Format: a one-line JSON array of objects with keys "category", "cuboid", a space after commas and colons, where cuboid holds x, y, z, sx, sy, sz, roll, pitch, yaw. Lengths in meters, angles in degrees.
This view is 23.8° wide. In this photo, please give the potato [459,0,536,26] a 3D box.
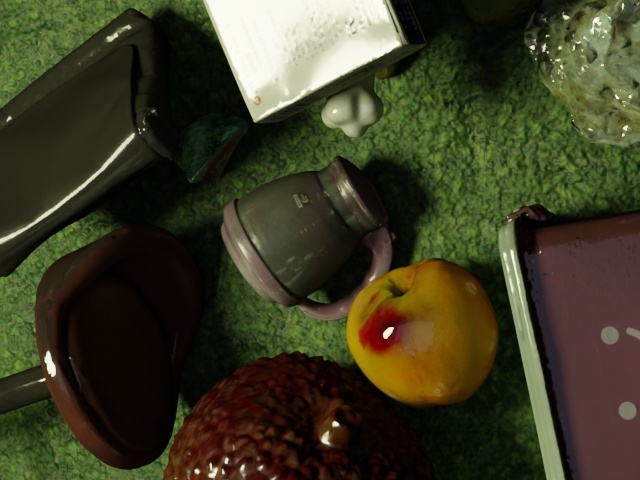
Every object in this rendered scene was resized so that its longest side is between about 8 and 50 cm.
[{"category": "potato", "cuboid": [0.166, -0.283, 1.360, 0.119, 0.054, 0.198, -40, 53, 46]}]

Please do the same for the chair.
[{"category": "chair", "cuboid": [-0.304, 0.146, 1.493, 0.401, 0.226, 0.227, -21, 87, 20]}]

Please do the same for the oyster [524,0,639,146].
[{"category": "oyster", "cuboid": [0.316, -0.178, 1.295, 0.267, 0.112, 0.198, -25, 88, 27]}]

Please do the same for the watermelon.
[{"category": "watermelon", "cuboid": [-0.104, -0.088, 1.501, 0.085, 0.085, 0.061, -2, 134, 20]}]

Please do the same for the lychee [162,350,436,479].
[{"category": "lychee", "cuboid": [-0.023, 0.233, 1.390, 0.260, 0.260, 0.261, 2, 95, 20]}]

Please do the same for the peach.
[{"category": "peach", "cuboid": [0.096, 0.089, 1.397, 0.138, 0.138, 0.138, 2, 95, 20]}]

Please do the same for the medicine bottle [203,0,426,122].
[{"category": "medicine bottle", "cuboid": [-0.024, -0.219, 1.273, 0.171, 0.052, 0.201, -26, 85, 31]}]

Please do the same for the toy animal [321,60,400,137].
[{"category": "toy animal", "cuboid": [0.030, -0.286, 1.365, 0.180, 0.181, 0.363, -29, 83, 28]}]

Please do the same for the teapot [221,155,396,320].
[{"category": "teapot", "cuboid": [-0.003, -0.002, 1.433, 0.146, 0.116, 0.148, -33, 79, 9]}]

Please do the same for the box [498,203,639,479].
[{"category": "box", "cuboid": [0.266, 0.102, 1.308, 0.167, 0.193, 0.294, -11, 90, 12]}]

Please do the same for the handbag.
[{"category": "handbag", "cuboid": [-0.235, -0.088, 1.467, 0.247, 0.223, 0.080, -35, 126, 19]}]
